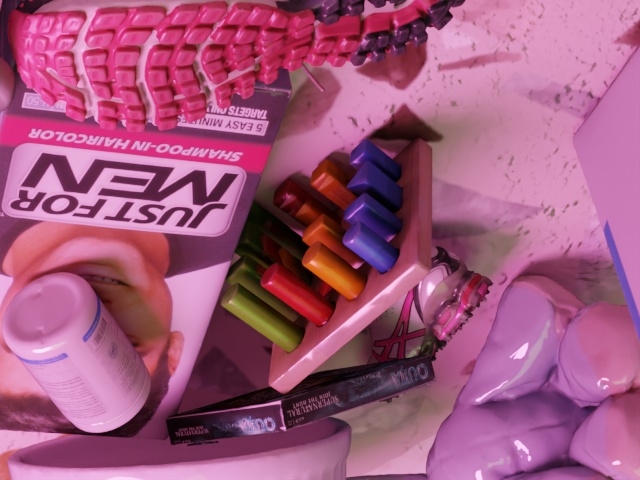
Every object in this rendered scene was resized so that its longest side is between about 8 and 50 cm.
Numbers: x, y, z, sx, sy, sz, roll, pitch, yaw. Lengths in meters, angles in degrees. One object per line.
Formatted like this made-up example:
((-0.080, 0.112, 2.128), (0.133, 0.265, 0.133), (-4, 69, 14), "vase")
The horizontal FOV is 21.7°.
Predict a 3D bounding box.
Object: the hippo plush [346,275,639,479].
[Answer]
((0.230, 0.193, 1.425), (0.236, 0.234, 0.294), (22, 109, -45), "hippo plush")

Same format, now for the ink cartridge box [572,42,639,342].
((0.369, -0.011, 1.248), (0.307, 0.223, 0.129), (12, 133, -23), "ink cartridge box")

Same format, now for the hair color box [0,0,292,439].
((-0.162, -0.014, 1.216), (0.185, 0.114, 0.374), (6, 135, -17), "hair color box")

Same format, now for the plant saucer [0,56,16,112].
((-0.379, -0.073, 0.955), (0.400, 0.101, 0.400), (4, 175, 0), "plant saucer")

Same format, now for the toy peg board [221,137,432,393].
((0.000, 0.000, 1.241), (0.079, 0.161, 0.160), (36, 121, -21), "toy peg board")

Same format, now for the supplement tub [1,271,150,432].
((-0.171, 0.079, 1.177), (0.071, 0.071, 0.107), (-18, 136, 8), "supplement tub")

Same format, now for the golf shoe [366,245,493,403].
((0.071, 0.065, 1.394), (0.086, 0.067, 0.186), (37, 137, 4), "golf shoe")

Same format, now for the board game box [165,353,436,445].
((-0.013, 0.126, 1.323), (0.126, 0.026, 0.186), (-13, 179, 42), "board game box")

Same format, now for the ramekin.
((-0.107, 0.226, 1.352), (0.277, 0.135, 0.277), (-5, -179, 0), "ramekin")

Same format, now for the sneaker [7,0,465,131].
((-0.054, -0.154, 1.032), (0.299, 0.112, 0.121), (-17, 154, -28), "sneaker")
